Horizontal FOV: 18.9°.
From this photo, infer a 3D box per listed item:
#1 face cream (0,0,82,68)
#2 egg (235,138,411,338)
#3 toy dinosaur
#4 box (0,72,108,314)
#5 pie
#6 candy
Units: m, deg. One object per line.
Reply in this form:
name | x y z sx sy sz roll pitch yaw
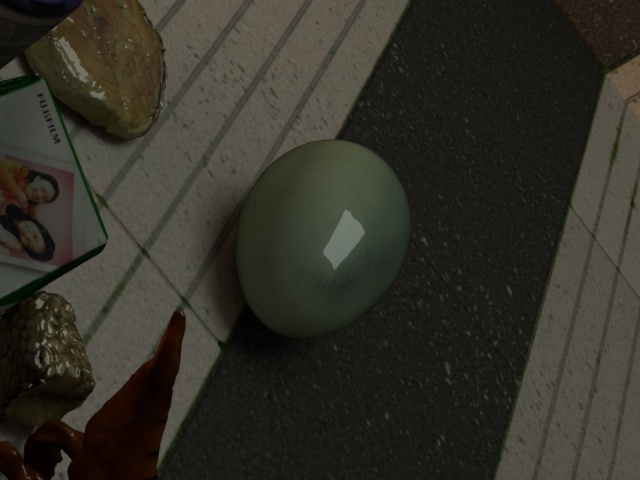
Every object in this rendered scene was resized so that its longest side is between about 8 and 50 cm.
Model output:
face cream | -0.352 -0.246 1.663 0.249 0.225 0.249 41 32 -33
egg | 0.000 0.000 2.046 0.183 0.183 0.264 49 35 -19
toy dinosaur | -0.185 0.191 1.538 0.097 0.208 0.432 -51 150 -35
box | -0.304 -0.022 1.582 0.250 0.103 0.180 -34 106 -52
pie | -0.227 -0.191 1.999 0.185 0.052 0.218 60 26 4
candy | -0.242 0.102 1.643 0.085 0.095 0.110 12 48 -50
